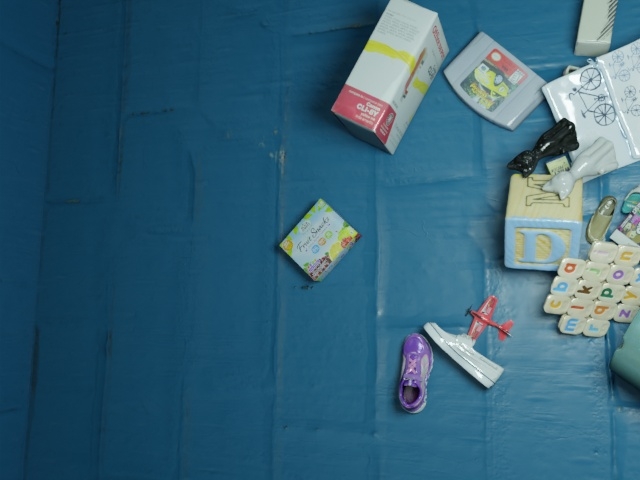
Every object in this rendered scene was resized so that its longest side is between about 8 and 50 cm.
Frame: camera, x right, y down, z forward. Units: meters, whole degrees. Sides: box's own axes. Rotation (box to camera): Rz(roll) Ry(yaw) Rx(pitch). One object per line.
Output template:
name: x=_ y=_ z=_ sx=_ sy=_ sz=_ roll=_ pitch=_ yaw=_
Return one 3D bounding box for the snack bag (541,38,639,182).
snack bag: x=0.831 y=-0.367 z=1.779 sx=0.342 sy=0.037 sz=0.323 roll=-22 pitch=95 yaw=15

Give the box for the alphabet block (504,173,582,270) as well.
alphabet block: x=0.610 y=-0.050 z=1.739 sx=0.193 sy=0.192 sz=0.197 roll=5 pitch=45 yaw=18

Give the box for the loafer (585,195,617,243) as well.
loafer: x=0.793 y=-0.061 z=1.792 sx=0.056 sy=0.050 sz=0.148 roll=20 pitch=89 yaw=20

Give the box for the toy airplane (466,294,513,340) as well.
toy airplane: x=0.499 y=0.238 z=1.861 sx=0.151 sy=0.028 sz=0.151 roll=1 pitch=92 yaw=25

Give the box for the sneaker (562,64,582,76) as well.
sneaker: x=0.784 y=-0.444 z=1.829 sx=0.185 sy=0.084 sz=0.070 roll=31 pitch=93 yaw=20

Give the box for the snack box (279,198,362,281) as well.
snack box: x=0.000 y=0.000 z=2.044 sx=0.207 sy=0.070 sz=0.174 roll=-47 pitch=71 yaw=6

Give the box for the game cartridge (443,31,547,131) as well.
game cartridge: x=0.528 y=-0.480 z=1.941 sx=0.294 sy=0.060 sz=0.196 roll=46 pitch=102 yaw=19

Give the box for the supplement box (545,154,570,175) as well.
supplement box: x=0.689 y=-0.192 z=1.827 sx=0.056 sy=0.083 sz=0.083 roll=-22 pitch=76 yaw=14

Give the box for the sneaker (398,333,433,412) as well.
sneaker: x=0.276 y=0.395 z=1.878 sx=0.095 sy=0.104 sz=0.237 roll=3 pitch=82 yaw=21

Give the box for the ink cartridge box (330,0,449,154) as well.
ink cartridge box: x=0.220 y=-0.490 z=1.924 sx=0.160 sy=0.279 sz=0.385 roll=29 pitch=92 yaw=19

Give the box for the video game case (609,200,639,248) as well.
video game case: x=0.920 y=-0.032 z=1.662 sx=0.210 sy=0.041 sz=0.232 roll=43 pitch=128 yaw=22

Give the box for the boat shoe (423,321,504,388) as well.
boat shoe: x=0.418 y=0.316 z=1.855 sx=0.258 sy=0.095 sz=0.084 roll=41 pitch=93 yaw=9

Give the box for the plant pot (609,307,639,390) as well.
plant pot: x=0.930 y=0.301 z=1.557 sx=0.334 sy=0.341 sz=0.341 roll=33 pitch=94 yaw=33

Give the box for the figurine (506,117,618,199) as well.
figurine: x=0.649 y=-0.211 z=1.710 sx=0.209 sy=0.092 sz=0.215 roll=-34 pitch=45 yaw=-10

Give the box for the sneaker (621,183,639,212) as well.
sneaker: x=0.952 y=-0.039 z=1.725 sx=0.275 sy=0.107 sz=0.110 roll=45 pitch=117 yaw=23

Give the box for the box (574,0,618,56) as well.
box: x=0.810 y=-0.684 z=1.841 sx=0.094 sy=0.113 sz=0.275 roll=10 pitch=87 yaw=19

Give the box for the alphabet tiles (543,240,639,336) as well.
alphabet tiles: x=0.747 y=0.134 z=1.701 sx=0.277 sy=0.021 sz=0.284 roll=7 pitch=117 yaw=-9
